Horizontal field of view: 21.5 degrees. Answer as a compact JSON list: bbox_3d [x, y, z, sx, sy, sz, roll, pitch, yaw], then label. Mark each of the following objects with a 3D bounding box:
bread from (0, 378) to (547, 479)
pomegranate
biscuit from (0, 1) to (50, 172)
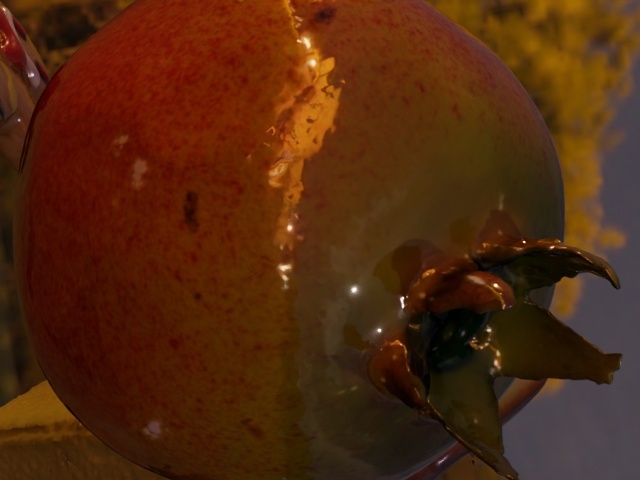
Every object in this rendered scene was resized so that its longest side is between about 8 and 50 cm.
[{"bbox_3d":[-0.046,0.125,1.211,0.333,0.323,0.143,-12,-78,47],"label":"bread"},{"bbox_3d":[0.000,0.000,0.656,0.256,0.221,0.221,24,-46,38],"label":"pomegranate"},{"bbox_3d":[-0.196,-0.112,0.951,0.165,0.036,0.250,62,7,2],"label":"biscuit"}]
